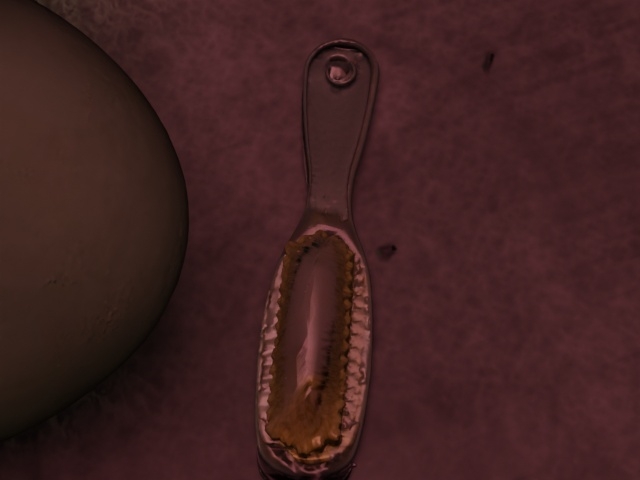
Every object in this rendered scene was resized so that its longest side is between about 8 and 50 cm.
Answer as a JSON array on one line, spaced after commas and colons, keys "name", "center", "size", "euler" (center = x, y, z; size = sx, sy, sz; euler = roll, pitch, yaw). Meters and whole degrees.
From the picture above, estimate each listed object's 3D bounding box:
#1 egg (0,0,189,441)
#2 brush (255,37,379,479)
[{"name": "egg", "center": [-0.260, -0.018, 0.664], "size": [0.388, 0.276, 0.276], "euler": [2, 68, 7]}, {"name": "brush", "center": [0.000, 0.000, 0.763], "size": [0.068, 0.060, 0.297], "euler": [2, 68, 6]}]
